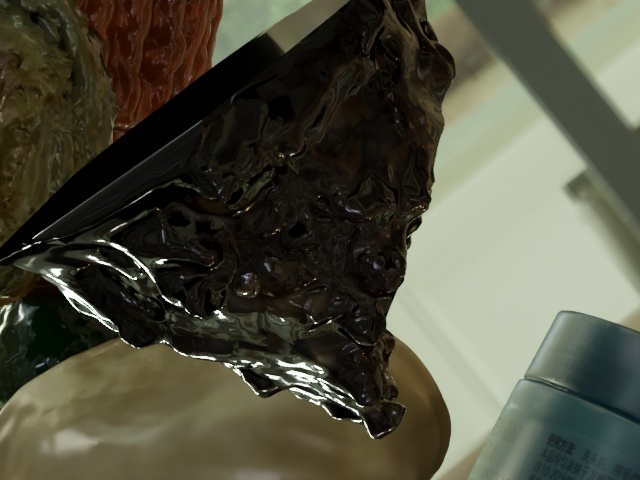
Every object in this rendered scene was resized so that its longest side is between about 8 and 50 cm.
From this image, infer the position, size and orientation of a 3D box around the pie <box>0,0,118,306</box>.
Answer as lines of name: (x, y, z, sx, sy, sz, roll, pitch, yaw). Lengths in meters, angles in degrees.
pie: (-0.261, -0.069, 1.142, 0.308, 0.308, 0.085, 52, -166, 11)

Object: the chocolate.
chocolate: (0.000, 0.000, 0.828, 0.177, 0.206, 0.224, 53, -160, -11)

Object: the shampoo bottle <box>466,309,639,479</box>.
shampoo bottle: (0.231, 0.272, 1.259, 0.331, 0.343, 0.331, 29, 175, 3)

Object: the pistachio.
pistachio: (-0.071, 0.145, 1.179, 0.193, 0.318, 0.214, -2, -93, -78)

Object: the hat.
hat: (-0.201, -0.057, 1.371, 0.285, 0.285, 0.400, -103, 10, -77)
